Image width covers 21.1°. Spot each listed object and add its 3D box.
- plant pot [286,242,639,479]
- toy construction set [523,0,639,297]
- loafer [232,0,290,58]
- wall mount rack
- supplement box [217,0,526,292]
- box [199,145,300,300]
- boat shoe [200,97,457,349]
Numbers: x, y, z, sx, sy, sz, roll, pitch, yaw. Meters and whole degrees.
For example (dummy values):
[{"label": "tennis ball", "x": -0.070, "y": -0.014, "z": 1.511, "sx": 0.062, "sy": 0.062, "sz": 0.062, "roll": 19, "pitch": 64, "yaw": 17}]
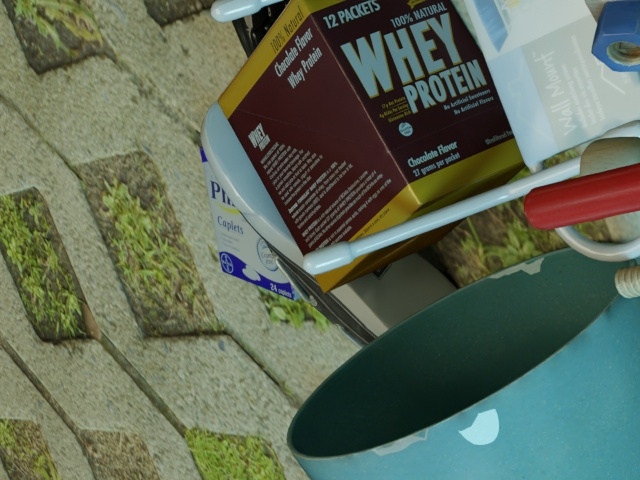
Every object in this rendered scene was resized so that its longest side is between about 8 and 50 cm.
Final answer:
[{"label": "plant pot", "x": 0.148, "y": 0.159, "z": 1.288, "sx": 0.290, "sy": 0.290, "sz": 0.195, "roll": -13, "pitch": 110, "yaw": 59}, {"label": "toy construction set", "x": 0.278, "y": -0.099, "z": 0.898, "sx": 0.237, "sy": 0.309, "sz": 0.257, "roll": -13, "pitch": 115, "yaw": 51}, {"label": "loafer", "x": -0.057, "y": -0.247, "z": 1.517, "sx": 0.078, "sy": 0.076, "sz": 0.223, "roll": 9, "pitch": 113, "yaw": 60}, {"label": "wall mount rack", "x": 0.098, "y": -0.129, "z": 1.228, "sx": 0.304, "sy": 0.130, "sz": 0.350, "roll": -22, "pitch": 85, "yaw": 39}, {"label": "supplement box", "x": 0.042, "y": -0.095, "z": 1.406, "sx": 0.194, "sy": 0.129, "sz": 0.191, "roll": 60, "pitch": 149, "yaw": 10}, {"label": "box", "x": -0.044, "y": -0.028, "z": 1.638, "sx": 0.126, "sy": 0.072, "sz": 0.137, "roll": 19, "pitch": 125, "yaw": 50}, {"label": "boat shoe", "x": 0.000, "y": 0.000, "z": 1.521, "sx": 0.301, "sy": 0.108, "sz": 0.102, "roll": 44, "pitch": 149, "yaw": -2}]
